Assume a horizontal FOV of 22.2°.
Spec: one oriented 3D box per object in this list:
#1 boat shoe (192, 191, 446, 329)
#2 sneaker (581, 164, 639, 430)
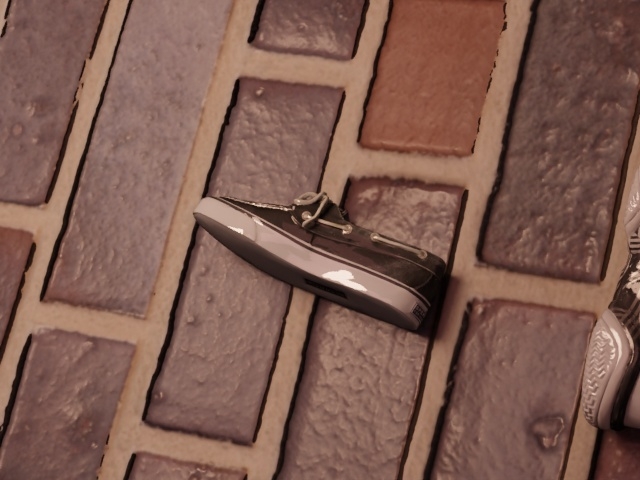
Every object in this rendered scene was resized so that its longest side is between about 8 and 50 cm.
[{"bbox_3d":[0.000,-0.002,1.931,0.306,0.113,0.105,22,73,20],"label":"boat shoe"},{"bbox_3d":[0.426,0.049,1.771,0.210,0.137,0.365,14,81,20],"label":"sneaker"}]
